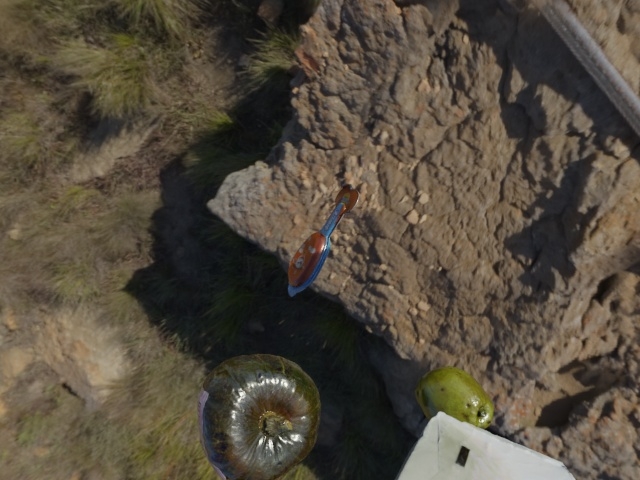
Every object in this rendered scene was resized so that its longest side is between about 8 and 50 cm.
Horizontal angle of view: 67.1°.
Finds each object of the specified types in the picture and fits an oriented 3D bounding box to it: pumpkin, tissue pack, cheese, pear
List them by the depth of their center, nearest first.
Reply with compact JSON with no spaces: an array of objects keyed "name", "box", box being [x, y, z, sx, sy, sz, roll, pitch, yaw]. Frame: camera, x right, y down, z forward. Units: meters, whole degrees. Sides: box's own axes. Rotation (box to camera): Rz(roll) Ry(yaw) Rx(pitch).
[{"name":"tissue pack","box":[0.086,0.209,0.298,0.099,0.106,0.148,17,114,26]},{"name":"pear","box":[0.220,0.264,0.800,0.131,0.107,0.107,-2,100,52]},{"name":"pumpkin","box":[-0.113,0.351,0.962,0.189,0.261,0.260,4,104,61]},{"name":"cheese","box":[0.000,0.000,0.966,0.037,0.106,0.256,27,98,-30]}]
